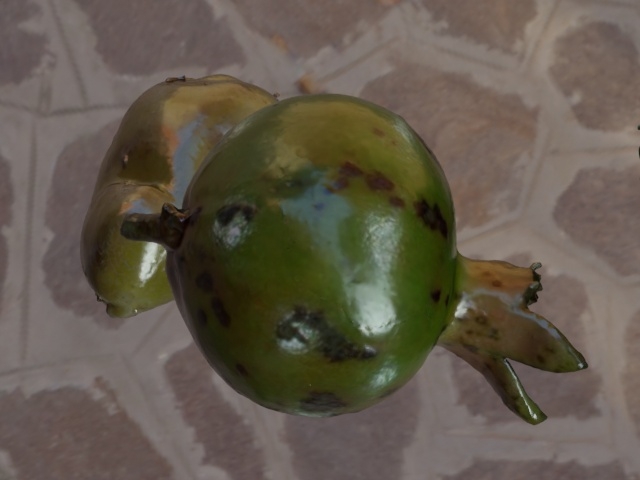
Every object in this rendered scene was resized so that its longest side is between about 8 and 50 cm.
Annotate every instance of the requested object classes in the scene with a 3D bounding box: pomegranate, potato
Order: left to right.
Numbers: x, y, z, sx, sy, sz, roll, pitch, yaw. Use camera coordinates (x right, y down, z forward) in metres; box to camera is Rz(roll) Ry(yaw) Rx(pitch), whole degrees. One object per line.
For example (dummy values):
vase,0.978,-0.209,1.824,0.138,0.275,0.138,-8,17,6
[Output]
potato,-0.160,-0.054,1.512,0.202,0.218,0.351,46,54,-23
pomegranate,0.021,0.024,0.662,0.220,0.156,0.156,36,65,-28

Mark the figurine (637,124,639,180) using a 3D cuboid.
figurine,0.358,-0.070,1.178,0.102,0.195,0.111,-5,109,-30
